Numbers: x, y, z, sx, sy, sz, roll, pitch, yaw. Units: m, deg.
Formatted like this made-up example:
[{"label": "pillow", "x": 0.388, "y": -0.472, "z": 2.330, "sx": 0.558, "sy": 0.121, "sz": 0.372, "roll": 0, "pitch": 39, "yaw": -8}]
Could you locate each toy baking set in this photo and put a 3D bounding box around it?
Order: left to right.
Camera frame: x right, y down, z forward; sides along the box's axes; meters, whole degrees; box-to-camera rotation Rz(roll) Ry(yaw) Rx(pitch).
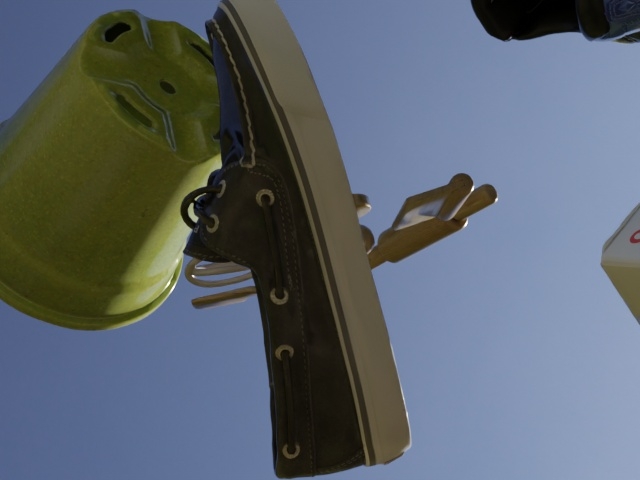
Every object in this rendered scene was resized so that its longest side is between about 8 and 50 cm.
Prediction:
[{"label": "toy baking set", "x": 0.006, "y": -0.001, "z": 0.674, "sx": 0.196, "sy": 0.256, "sz": 0.030, "roll": -2, "pitch": -109, "yaw": -33}]

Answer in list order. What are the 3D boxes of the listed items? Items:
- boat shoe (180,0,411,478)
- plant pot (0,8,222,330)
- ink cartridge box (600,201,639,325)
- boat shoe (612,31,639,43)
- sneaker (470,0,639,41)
[{"label": "boat shoe", "x": -0.025, "y": 0.001, "z": 0.402, "sx": 0.076, "sy": 0.080, "sz": 0.229, "roll": -17, "pitch": -84, "yaw": -9}, {"label": "plant pot", "x": -0.210, "y": -0.087, "z": 0.903, "sx": 0.276, "sy": 0.276, "sz": 0.254, "roll": 30, "pitch": -48, "yaw": -19}, {"label": "ink cartridge box", "x": 0.391, "y": -0.004, "z": 0.679, "sx": 0.197, "sy": 0.273, "sz": 0.114, "roll": -45, "pitch": -68, "yaw": -20}, {"label": "boat shoe", "x": 0.499, "y": -0.322, "z": 1.028, "sx": 0.340, "sy": 0.113, "sz": 0.127, "roll": -17, "pitch": -75, "yaw": -2}, {"label": "sneaker", "x": 0.157, "y": -0.231, "z": 0.632, "sx": 0.147, "sy": 0.330, "sz": 0.130, "roll": -25, "pitch": -58, "yaw": 0}]
